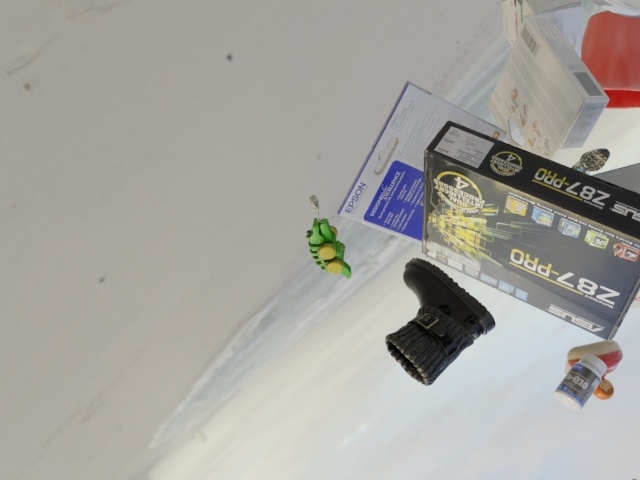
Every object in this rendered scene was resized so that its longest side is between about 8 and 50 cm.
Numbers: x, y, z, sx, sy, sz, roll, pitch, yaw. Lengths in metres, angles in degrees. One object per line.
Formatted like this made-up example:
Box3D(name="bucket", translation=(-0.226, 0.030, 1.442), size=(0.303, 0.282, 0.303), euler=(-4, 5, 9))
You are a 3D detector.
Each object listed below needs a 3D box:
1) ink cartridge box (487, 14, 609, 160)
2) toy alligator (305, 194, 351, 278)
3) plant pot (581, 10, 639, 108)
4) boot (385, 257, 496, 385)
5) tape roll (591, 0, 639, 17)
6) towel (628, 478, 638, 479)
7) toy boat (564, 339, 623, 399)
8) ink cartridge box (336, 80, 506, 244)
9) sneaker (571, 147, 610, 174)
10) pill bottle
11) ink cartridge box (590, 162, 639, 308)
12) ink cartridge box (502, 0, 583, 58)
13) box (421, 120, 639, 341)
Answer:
Box3D(name="ink cartridge box", translation=(0.496, -0.311, 1.572), size=(0.066, 0.296, 0.261), euler=(-5, 143, -15))
Box3D(name="toy alligator", translation=(0.000, 0.000, 1.172), size=(0.051, 0.189, 0.056), euler=(-13, -140, 17))
Box3D(name="plant pot", translation=(0.881, -0.534, 2.071), size=(0.275, 0.275, 0.243), euler=(7, 90, -83))
Box3D(name="boot", translation=(0.269, 0.208, 1.898), size=(0.260, 0.348, 0.131), euler=(-37, 131, -11))
Box3D(name="tape roll", translation=(0.703, -0.671, 1.470), size=(0.392, 0.392, 0.072), euler=(-40, -177, 7))
Box3D(name="towel", translation=(0.631, 0.648, 1.249), size=(0.053, 0.331, 0.317), euler=(-29, 180, 28))
Box3D(name="toy boat", translation=(0.779, 0.374, 1.971), size=(0.151, 0.151, 0.231), euler=(-16, 152, 8))
Box3D(name="ink cartridge box", translation=(0.209, -0.154, 1.491), size=(0.303, 0.307, 0.072), euler=(-62, -147, 14))
Box3D(name="sneaker", translation=(0.776, -0.233, 1.993), size=(0.073, 0.063, 0.162), euler=(-41, 176, -13))
Box3D(name="pill bottle", translation=(0.669, 0.362, 1.798), size=(0.137, 0.078, 0.078), euler=(-48, 177, -15))
Box3D(name="ink cartridge box", translation=(0.643, 0.003, 1.477), size=(0.223, 0.307, 0.129), euler=(-16, -141, 38))
Box3D(name="ink cartridge box", translation=(0.554, -0.558, 1.772), size=(0.117, 0.278, 0.201), euler=(-13, 134, 4))
Box3D(name="box", translation=(0.370, -0.012, 1.230), size=(0.097, 0.395, 0.318), euler=(-53, 156, -24))
